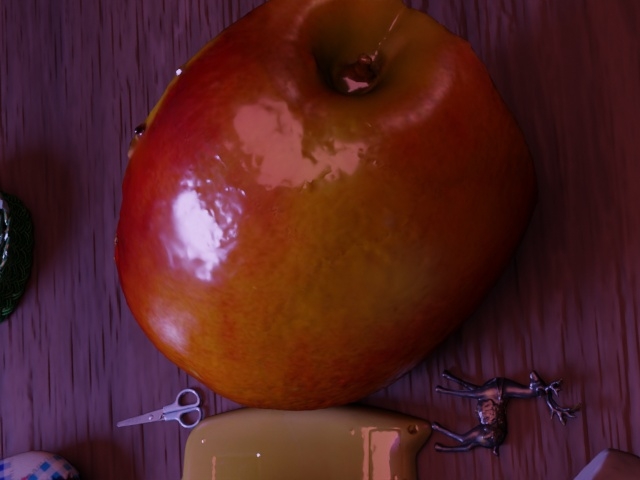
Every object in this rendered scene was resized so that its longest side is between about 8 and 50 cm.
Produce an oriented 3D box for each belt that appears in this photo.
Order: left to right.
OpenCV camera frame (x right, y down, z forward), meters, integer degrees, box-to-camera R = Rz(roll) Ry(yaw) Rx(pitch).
[{"bbox_3d":[-0.332,0.012,1.732,0.121,0.079,0.151,25,87,20],"label":"belt"}]

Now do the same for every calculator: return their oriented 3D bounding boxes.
[{"bbox_3d":[-0.021,0.216,1.620,0.236,0.033,0.157,-4,80,19],"label":"calculator"}]

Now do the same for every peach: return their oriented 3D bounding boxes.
[{"bbox_3d":[0.000,0.000,1.518,0.306,0.380,0.242,-33,68,-19],"label":"peach"}]

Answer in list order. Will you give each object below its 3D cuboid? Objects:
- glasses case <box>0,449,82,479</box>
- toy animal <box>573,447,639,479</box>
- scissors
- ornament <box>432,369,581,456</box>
[{"bbox_3d":[-0.352,0.289,1.686,0.327,0.076,0.125,-22,72,11],"label":"glasses case"},{"bbox_3d":[0.298,0.327,1.414,0.367,0.241,0.196,47,138,17],"label":"toy animal"},{"bbox_3d":[-0.144,0.156,1.684,0.083,0.006,0.036,-13,74,15],"label":"scissors"},{"bbox_3d":[0.157,0.145,1.582,0.125,0.028,0.073,1,79,19],"label":"ornament"}]
